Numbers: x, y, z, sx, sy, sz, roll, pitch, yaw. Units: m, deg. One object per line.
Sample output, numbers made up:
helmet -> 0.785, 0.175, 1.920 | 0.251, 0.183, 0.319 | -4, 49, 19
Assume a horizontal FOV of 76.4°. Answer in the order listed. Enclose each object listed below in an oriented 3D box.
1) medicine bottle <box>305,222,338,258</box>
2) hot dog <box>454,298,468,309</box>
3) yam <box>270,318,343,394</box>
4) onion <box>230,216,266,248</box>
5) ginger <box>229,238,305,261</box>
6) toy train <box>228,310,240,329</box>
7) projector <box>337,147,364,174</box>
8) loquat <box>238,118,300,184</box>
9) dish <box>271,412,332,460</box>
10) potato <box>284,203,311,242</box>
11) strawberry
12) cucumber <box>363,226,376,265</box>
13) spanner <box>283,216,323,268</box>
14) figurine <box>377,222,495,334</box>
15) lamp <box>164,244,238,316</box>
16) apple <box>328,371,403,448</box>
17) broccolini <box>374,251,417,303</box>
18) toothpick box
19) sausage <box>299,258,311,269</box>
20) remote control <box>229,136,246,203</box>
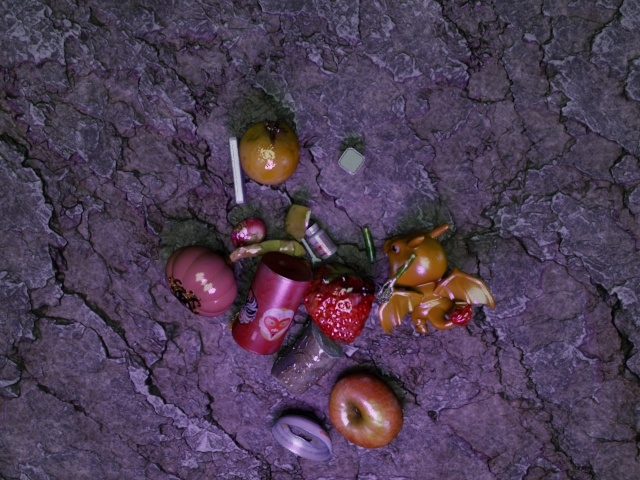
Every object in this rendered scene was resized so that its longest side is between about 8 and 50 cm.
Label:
medicine bottle -> 0.000, 0.000, 1.624 | 0.079, 0.079, 0.140 | -37, 98, 7
hot dog -> 0.494, 0.256, 1.672 | 0.236, 0.062, 0.092 | -4, 104, 3
yam -> -0.060, 0.490, 1.666 | 0.202, 0.201, 0.271 | 44, 105, -6
onion -> -0.297, -0.042, 1.619 | 0.150, 0.140, 0.150 | -22, 135, -24
ginger -> -0.206, 0.043, 1.596 | 0.295, 0.131, 0.086 | -4, 79, -10
toy train -> -0.282, 0.377, 1.670 | 0.228, 0.136, 0.091 | 34, 100, -7
projector -> 0.117, -0.306, 1.565 | 0.083, 0.082, 0.083 | 35, 100, -5
loquat -> -0.185, -0.328, 1.493 | 0.244, 0.244, 0.243 | 0, 100, 1
dish -> -0.062, 0.814, 1.753 | 0.274, 0.133, 0.273 | 13, 130, 16
potato -> -0.094, -0.067, 1.577 | 0.081, 0.120, 0.149 | 10, 89, -13
strawberry -> 0.058, 0.243, 1.562 | 0.292, 0.292, 0.309 | 26, 98, -4
cucumber -> 0.200, 0.026, 1.647 | 0.039, 0.039, 0.167 | -13, 98, 3
spanner -> -0.070, 0.005, 1.659 | 0.054, 0.015, 0.254 | -32, 98, 5
figurine -> 0.413, 0.149, 1.520 | 0.401, 0.268, 0.387 | -17, 92, 27
lamp -> -0.447, 0.146, 1.580 | 0.305, 0.239, 0.305 | 25, 138, 25
apple -> 0.190, 0.687, 1.678 | 0.277, 0.250, 0.309 | -38, 76, 22
broccolini -> 0.271, 0.134, 1.413 | 0.058, 0.067, 0.216 | 40, 106, 6
toothpick box -> -0.182, 0.233, 1.518 | 0.204, 0.204, 0.333 | 25, 109, -3
sausage -> -0.127, 0.211, 1.666 | 0.103, 0.076, 0.302 | 37, 99, -6
remote control -> -0.316, -0.270, 1.570 | 0.034, 0.103, 0.250 | -4, 101, -1
